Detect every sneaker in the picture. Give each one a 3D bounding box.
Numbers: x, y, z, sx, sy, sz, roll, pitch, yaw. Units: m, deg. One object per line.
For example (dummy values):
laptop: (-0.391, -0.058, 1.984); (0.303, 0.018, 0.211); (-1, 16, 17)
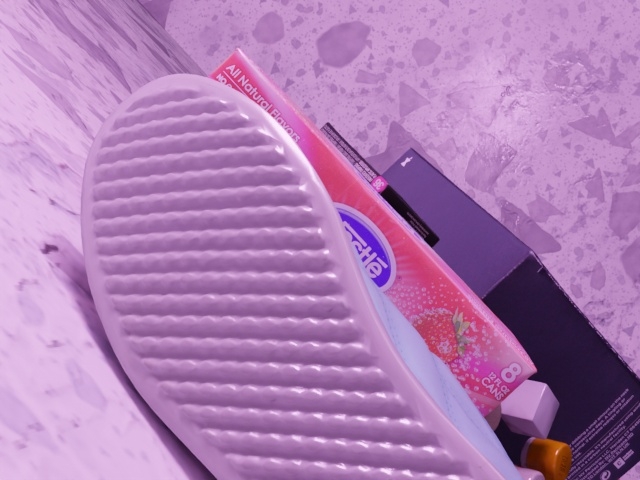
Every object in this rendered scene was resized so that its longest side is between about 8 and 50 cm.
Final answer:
sneaker: (-0.003, 0.078, 0.468); (0.366, 0.135, 0.150); (58, 1, 21)

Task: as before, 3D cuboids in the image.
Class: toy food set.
toy food set: (0.142, 0.168, 0.822); (0.104, 0.111, 0.232); (6, -32, 41)

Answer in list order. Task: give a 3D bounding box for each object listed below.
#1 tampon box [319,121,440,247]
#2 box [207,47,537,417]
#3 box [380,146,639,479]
tampon box: (0.000, 0.000, 0.806); (0.101, 0.161, 0.120); (42, 6, -44)
box: (-0.003, 0.023, 0.657); (0.300, 0.154, 0.142); (48, 5, -2)
box: (0.189, 0.098, 1.047); (0.312, 0.179, 0.343); (46, 5, -26)
